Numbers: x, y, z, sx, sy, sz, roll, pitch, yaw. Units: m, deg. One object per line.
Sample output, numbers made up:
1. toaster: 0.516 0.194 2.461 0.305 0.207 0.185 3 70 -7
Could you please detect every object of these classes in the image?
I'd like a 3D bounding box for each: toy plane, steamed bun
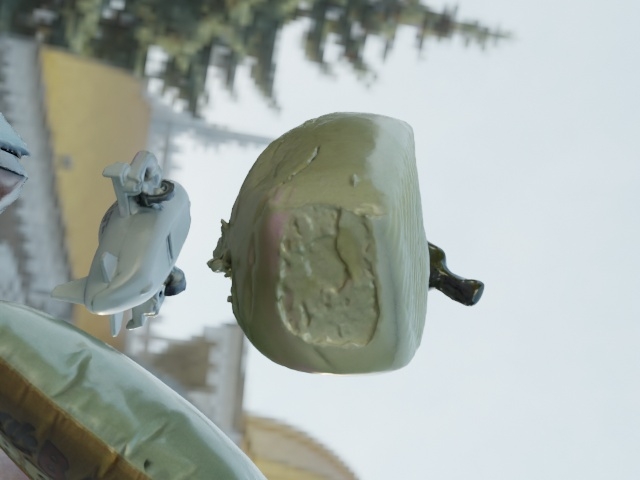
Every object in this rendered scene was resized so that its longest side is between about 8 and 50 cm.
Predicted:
1. toy plane: -0.164 0.006 1.578 0.174 0.080 0.174 9 90 -73
2. steamed bun: 0.000 0.000 1.337 0.238 0.153 0.170 -77 163 -69

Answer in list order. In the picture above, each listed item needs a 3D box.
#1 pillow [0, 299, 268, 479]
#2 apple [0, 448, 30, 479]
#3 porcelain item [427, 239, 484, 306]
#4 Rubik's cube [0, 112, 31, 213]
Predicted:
1. pillow: -0.140 0.163 1.339 0.119 0.310 0.312 -49 169 -9
2. apple: -0.441 0.352 2.161 0.301 0.301 0.301 -172 -90 -69
3. porcelain item: 0.086 0.024 2.018 0.081 0.216 0.069 -52 148 -34
4. Rubik's cube: -0.420 -0.076 1.236 0.293 0.283 0.288 -41 -113 8
